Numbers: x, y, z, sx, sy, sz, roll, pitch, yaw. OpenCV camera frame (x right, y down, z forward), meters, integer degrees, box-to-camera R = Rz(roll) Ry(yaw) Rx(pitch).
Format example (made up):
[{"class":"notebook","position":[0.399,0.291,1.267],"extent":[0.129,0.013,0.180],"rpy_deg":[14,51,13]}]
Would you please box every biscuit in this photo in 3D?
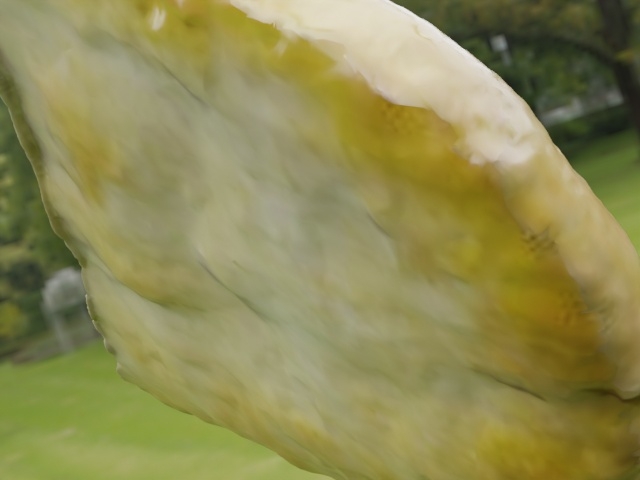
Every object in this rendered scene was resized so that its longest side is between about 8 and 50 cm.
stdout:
[{"class":"biscuit","position":[0.001,-0.001,1.016],"extent":[0.446,0.429,0.104],"rpy_deg":[20,54,37]}]
